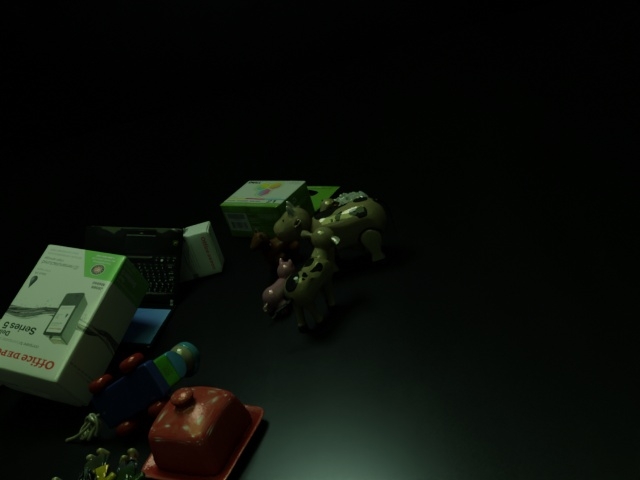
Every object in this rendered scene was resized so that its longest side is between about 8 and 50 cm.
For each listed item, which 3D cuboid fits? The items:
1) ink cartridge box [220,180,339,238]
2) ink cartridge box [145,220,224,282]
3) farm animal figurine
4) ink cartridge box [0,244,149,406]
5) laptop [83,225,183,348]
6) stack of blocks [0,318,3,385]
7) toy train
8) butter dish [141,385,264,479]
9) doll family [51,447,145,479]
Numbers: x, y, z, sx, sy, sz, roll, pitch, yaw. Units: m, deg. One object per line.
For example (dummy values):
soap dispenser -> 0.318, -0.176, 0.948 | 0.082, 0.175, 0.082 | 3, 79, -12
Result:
ink cartridge box -> -0.099, -0.112, 1.666 | 0.188, 0.097, 0.255 | 3, 35, 35
ink cartridge box -> -0.309, 0.032, 1.515 | 0.150, 0.109, 0.063 | -15, 23, 5
farm animal figurine -> 0.000, 0.000, 1.322 | 0.326, 0.172, 0.330 | -24, 28, -11
ink cartridge box -> -0.490, 0.158, 1.268 | 0.198, 0.115, 0.273 | 7, 56, 21
laptop -> -0.433, 0.090, 1.398 | 0.234, 0.265, 0.136 | 2, -9, 8
stack of blocks -> -0.719, 0.265, 1.360 | 0.297, 0.087, 0.171 | -24, 28, -11
toy train -> -0.326, 0.264, 1.139 | 0.248, 0.105, 0.143 | -34, -1, 28
butter dish -> -0.192, 0.275, 0.997 | 0.159, 0.118, 0.160 | -1, 32, 27
doll family -> -0.349, 0.374, 0.953 | 0.193, 0.076, 0.111 | -36, 26, 6
